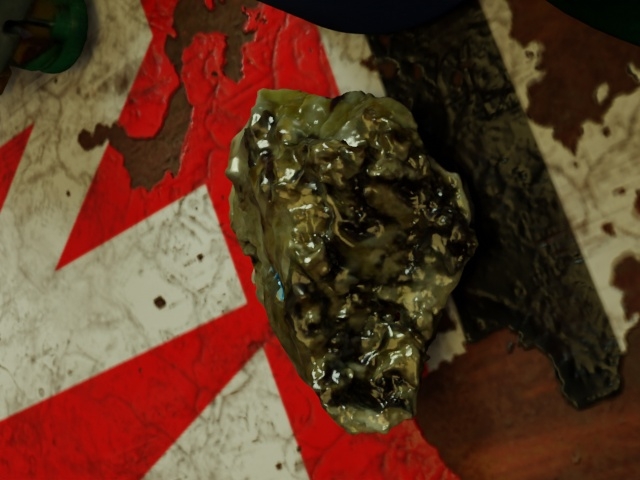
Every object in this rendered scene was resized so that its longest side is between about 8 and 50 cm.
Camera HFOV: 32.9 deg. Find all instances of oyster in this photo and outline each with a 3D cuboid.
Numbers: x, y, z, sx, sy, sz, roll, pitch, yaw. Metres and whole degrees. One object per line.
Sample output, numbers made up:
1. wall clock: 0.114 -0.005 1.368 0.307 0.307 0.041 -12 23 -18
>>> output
1. oyster: 0.000 0.000 0.750 0.223 0.083 0.214 21 104 39

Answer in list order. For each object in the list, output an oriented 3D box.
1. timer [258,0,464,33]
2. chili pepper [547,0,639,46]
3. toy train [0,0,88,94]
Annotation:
1. timer: -0.061 -0.257 0.577 0.270 0.383 0.270 5 98 35
2. chili pepper: 0.188 -0.204 0.488 0.256 0.248 0.233 17 83 20
3. toy train: -0.291 -0.297 0.875 0.249 0.178 0.429 47 119 33
